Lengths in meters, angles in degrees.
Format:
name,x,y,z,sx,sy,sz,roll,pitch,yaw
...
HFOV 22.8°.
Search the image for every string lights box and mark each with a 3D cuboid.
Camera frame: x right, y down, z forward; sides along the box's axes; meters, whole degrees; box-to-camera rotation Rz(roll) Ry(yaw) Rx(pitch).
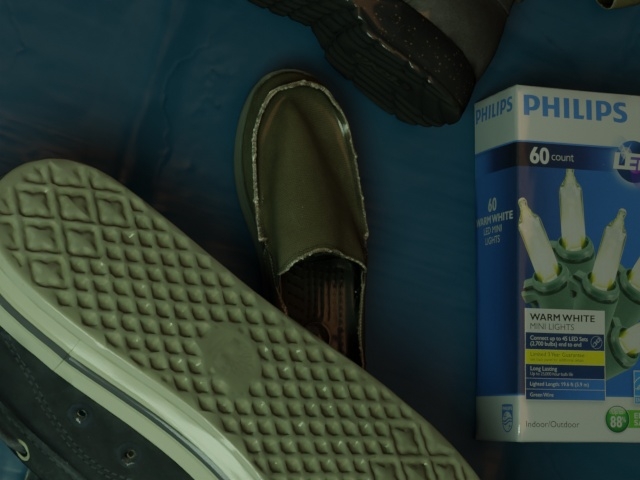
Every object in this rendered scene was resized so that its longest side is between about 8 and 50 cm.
name,x,y,z,sx,sy,sz,roll,pitch,yaw
string lights box,0.189,0.021,1.193,0.133,0.077,0.260,2,83,-19

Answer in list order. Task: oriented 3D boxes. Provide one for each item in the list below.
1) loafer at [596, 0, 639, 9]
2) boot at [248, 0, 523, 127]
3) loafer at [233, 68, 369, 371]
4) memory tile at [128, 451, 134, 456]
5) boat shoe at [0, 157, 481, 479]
name,x,y,z,sx,sy,sz,roll,pitch,yaw
loafer,0.213,-0.244,1.241,0.050,0.056,0.148,-39,98,-26
boot,0.027,-0.262,1.156,0.338,0.118,0.223,41,69,-24
loafer,0.000,0.000,1.118,0.094,0.087,0.251,-7,87,-21
memory tile,-0.103,0.181,1.101,0.148,0.012,0.113,-1,85,-20
boat shoe,-0.047,0.160,1.022,0.500,0.156,0.187,41,40,-2
